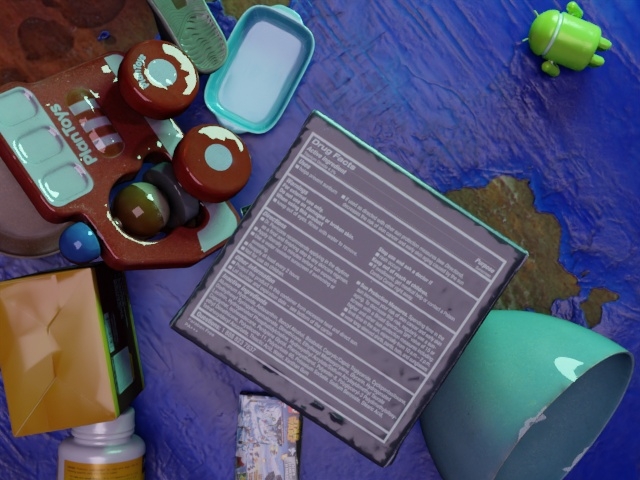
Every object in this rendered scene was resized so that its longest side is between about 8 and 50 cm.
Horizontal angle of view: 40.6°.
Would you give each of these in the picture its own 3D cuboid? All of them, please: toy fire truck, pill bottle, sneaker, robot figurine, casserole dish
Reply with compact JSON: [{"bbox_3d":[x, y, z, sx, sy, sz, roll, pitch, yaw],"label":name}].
[{"bbox_3d":[-0.250,-0.090,1.090,0.254,0.169,0.302,-33,91,-34],"label":"toy fire truck"},{"bbox_3d":[-0.299,0.337,1.180,0.117,0.117,0.215,2,92,-2],"label":"pill bottle"},{"bbox_3d":[-0.204,-0.319,1.150,0.083,0.118,0.222,-25,100,-18],"label":"sneaker"},{"bbox_3d":[0.343,-0.279,1.206,0.115,0.067,0.101,21,99,-2],"label":"robot figurine"},{"bbox_3d":[-0.085,-0.237,1.210,0.114,0.037,0.188,27,91,-3],"label":"casserole dish"}]

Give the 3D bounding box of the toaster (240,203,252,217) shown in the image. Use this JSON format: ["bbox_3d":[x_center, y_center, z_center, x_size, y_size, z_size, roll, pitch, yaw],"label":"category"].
[{"bbox_3d":[0.000,0.000,1.182,0.186,0.110,0.168,-21,93,-1],"label":"toaster"}]

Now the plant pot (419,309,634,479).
[{"bbox_3d":[0.238,0.203,1.137,0.290,0.290,0.195,-49,57,0],"label":"plant pot"}]

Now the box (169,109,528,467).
[{"bbox_3d":[0.033,0.052,1.038,0.296,0.183,0.294,34,92,-1],"label":"box"}]

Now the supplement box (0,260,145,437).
[{"bbox_3d":[-0.325,0.131,1.134,0.129,0.194,0.191,-9,92,-1],"label":"supplement box"}]

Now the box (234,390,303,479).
[{"bbox_3d":[-0.073,0.286,1.230,0.094,0.027,0.137,4,92,0],"label":"box"}]

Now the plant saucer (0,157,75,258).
[{"bbox_3d":[-0.400,-0.075,1.182,0.199,0.036,0.198,-3,97,-23],"label":"plant saucer"}]
